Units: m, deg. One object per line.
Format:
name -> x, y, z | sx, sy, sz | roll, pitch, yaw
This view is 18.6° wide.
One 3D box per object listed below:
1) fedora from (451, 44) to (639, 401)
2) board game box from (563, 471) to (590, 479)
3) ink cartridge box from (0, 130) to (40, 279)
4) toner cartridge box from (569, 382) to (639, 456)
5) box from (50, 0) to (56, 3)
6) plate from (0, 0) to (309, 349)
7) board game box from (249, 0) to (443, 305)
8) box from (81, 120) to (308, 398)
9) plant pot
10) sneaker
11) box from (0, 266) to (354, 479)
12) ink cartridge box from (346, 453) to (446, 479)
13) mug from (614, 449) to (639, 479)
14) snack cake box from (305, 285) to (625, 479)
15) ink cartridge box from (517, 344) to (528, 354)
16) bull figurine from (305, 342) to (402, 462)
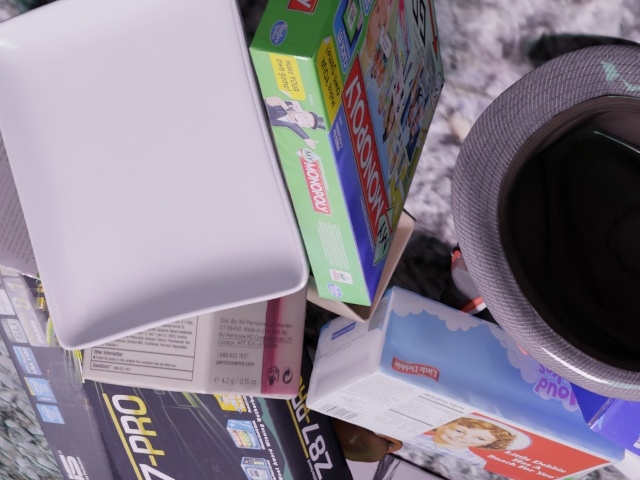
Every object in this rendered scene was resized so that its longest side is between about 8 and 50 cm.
fedora -> 0.238, -0.011, 1.510 | 0.275, 0.244, 0.124 | 48, -173, 6
board game box -> 0.250, 0.193, 2.018 | 0.124, 0.039, 0.259 | 25, 154, -11
ink cartridge box -> -0.298, -0.044, 1.759 | 0.255, 0.188, 0.097 | 19, 151, 0
toner cartridge box -> 0.379, 0.174, 1.759 | 0.348, 0.165, 0.075 | 29, 112, -19
box -> -0.170, -0.165, 1.634 | 0.116, 0.029, 0.162 | 36, 146, -30
plate -> -0.136, -0.071, 1.550 | 0.278, 0.277, 0.045 | -16, 178, 38
board game box -> 0.027, -0.122, 1.394 | 0.046, 0.213, 0.317 | 11, 152, 15
box -> -0.100, 0.012, 1.654 | 0.149, 0.232, 0.127 | 3, 177, 40
plant pot -> 0.000, 0.000, 1.757 | 0.096, 0.109, 0.109 | 2, 149, 49
sneaker -> 0.145, 0.026, 1.776 | 0.065, 0.061, 0.158 | 56, 154, -1
box -> -0.151, 0.139, 1.939 | 0.318, 0.097, 0.395 | 3, 124, 36
ink cartridge box -> 0.014, 0.316, 2.296 | 0.273, 0.114, 0.197 | 25, 151, -13
mug -> 0.297, 0.185, 1.897 | 0.064, 0.078, 0.062 | 31, -179, -5
snack cake box -> 0.139, 0.141, 1.827 | 0.264, 0.089, 0.152 | 22, 154, -20
ink cartridge box -> 0.262, 0.036, 1.637 | 0.198, 0.115, 0.067 | 1, 146, 32
bull figurine -> -0.054, 0.139, 2.034 | 0.310, 0.101, 0.188 | 18, 150, 3
